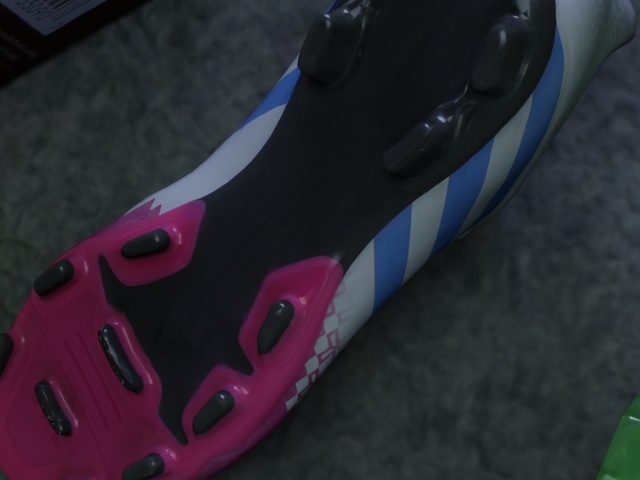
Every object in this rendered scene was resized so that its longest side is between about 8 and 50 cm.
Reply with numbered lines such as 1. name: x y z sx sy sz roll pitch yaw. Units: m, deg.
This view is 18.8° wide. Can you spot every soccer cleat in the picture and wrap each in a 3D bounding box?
1. soccer cleat: 0.000 0.000 0.786 0.331 0.143 0.116 -44 71 25

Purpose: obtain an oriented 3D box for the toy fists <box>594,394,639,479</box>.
1. toy fists: 0.201 0.064 0.746 0.142 0.096 0.279 21 87 22

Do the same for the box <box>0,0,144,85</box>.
1. box: -0.177 -0.180 0.805 0.167 0.168 0.203 -30 78 5
